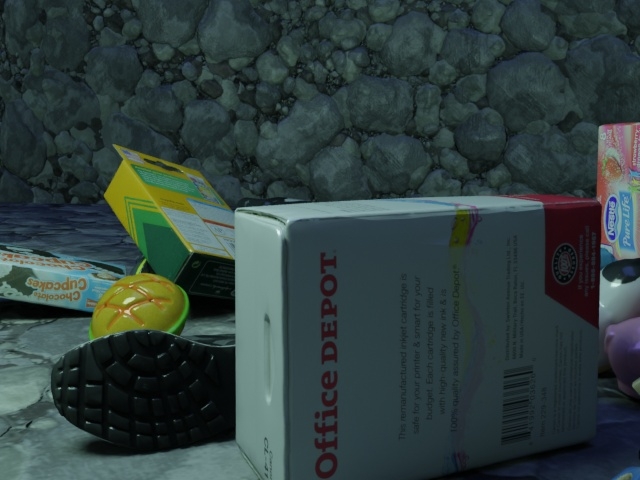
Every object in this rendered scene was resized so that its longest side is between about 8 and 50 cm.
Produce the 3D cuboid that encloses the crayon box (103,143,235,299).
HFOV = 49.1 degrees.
[{"bbox_3d":[-0.230,-0.028,1.205,0.203,0.083,0.323,15,25,-48],"label":"crayon box"}]

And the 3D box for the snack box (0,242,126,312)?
[{"bbox_3d":[-0.486,0.052,1.151,0.322,0.060,0.187,12,4,-18],"label":"snack box"}]

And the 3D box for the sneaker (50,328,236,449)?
[{"bbox_3d":[-0.118,0.141,0.701,0.283,0.107,0.124,1,-8,-21],"label":"sneaker"}]

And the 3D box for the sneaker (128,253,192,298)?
[{"bbox_3d":[-0.286,0.056,1.284,0.121,0.111,0.300,-24,8,13],"label":"sneaker"}]

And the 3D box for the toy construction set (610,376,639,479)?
[{"bbox_3d":[0.326,0.125,0.413,0.309,0.257,0.237,25,5,22],"label":"toy construction set"}]

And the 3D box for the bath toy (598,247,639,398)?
[{"bbox_3d":[0.355,0.102,0.759,0.129,0.151,0.348,24,7,-20],"label":"bath toy"}]

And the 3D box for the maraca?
[{"bbox_3d":[-0.230,0.108,0.876,0.127,0.099,0.185,-9,32,6],"label":"maraca"}]

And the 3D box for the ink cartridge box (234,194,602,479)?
[{"bbox_3d":[0.087,0.076,0.612,0.306,0.226,0.131,-3,8,-23],"label":"ink cartridge box"}]

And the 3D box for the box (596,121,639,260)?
[{"bbox_3d":[0.466,-0.007,0.927,0.142,0.300,0.154,-3,7,-13],"label":"box"}]

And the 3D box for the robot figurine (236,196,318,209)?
[{"bbox_3d":[-0.046,0.005,1.307,0.209,0.173,0.278,-4,9,-31],"label":"robot figurine"}]
